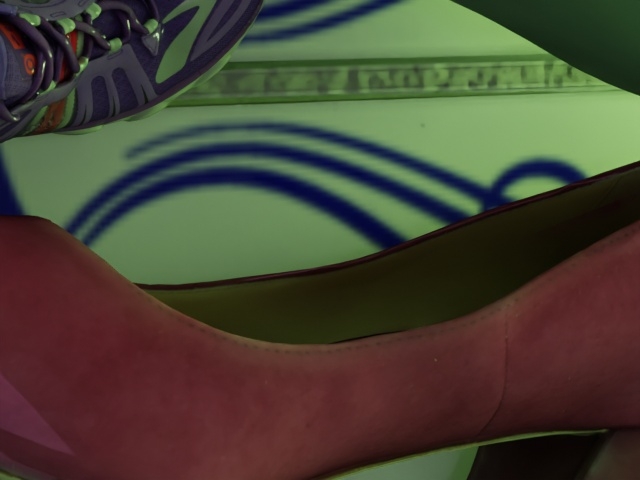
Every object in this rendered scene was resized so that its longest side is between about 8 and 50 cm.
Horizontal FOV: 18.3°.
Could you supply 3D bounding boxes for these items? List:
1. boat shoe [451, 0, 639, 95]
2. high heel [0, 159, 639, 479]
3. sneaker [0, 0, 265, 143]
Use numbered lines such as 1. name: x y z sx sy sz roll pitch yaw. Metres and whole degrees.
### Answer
1. boat shoe: 0.080 -0.125 0.647 0.306 0.113 0.105 21 78 -10
2. high heel: 0.000 0.000 0.608 0.377 0.127 0.181 19 92 -39
3. sneaker: -0.084 -0.055 0.592 0.170 0.071 0.068 -26 104 -22
